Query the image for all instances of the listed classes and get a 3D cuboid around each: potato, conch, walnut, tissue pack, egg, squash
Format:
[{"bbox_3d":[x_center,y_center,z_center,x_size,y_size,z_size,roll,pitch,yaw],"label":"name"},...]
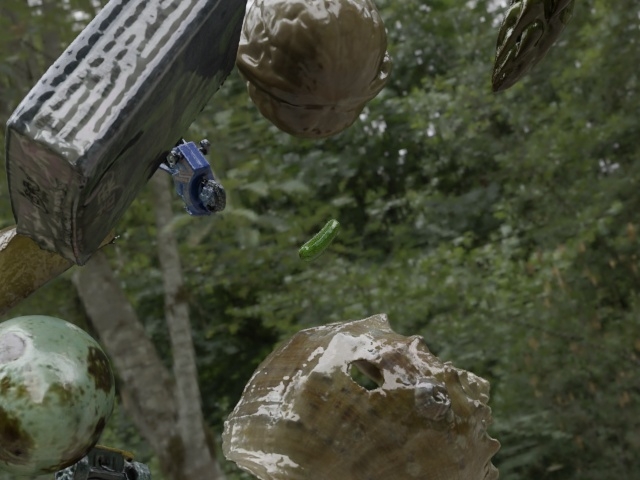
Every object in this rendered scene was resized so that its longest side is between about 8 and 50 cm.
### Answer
[{"bbox_3d":[-0.427,0.022,1.412,0.243,0.098,0.138,-38,23,-27],"label":"potato"},{"bbox_3d":[0.053,0.175,1.049,0.324,0.263,0.186,-1,-53,-45],"label":"conch"},{"bbox_3d":[-0.009,-0.279,1.493,0.248,0.248,0.248,-16,-9,-2],"label":"walnut"},{"bbox_3d":[-0.238,-0.189,1.255,0.394,0.124,0.288,-58,-3,-28],"label":"tissue pack"},{"bbox_3d":[-0.305,0.168,1.056,0.169,0.169,0.231,-14,12,-16],"label":"egg"},{"bbox_3d":[0.001,0.001,1.312,0.027,0.027,0.089,-26,13,48],"label":"squash"}]

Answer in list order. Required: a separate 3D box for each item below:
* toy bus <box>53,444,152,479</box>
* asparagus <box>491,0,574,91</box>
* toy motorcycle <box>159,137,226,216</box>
[{"bbox_3d":[-0.290,0.421,1.189,0.123,0.335,0.121,-21,-30,34],"label":"toy bus"},{"bbox_3d":[0.272,-0.299,1.141,0.080,0.287,0.080,26,4,-2],"label":"asparagus"},{"bbox_3d":[-0.226,-0.112,1.708,0.076,0.205,0.114,-24,-28,-32],"label":"toy motorcycle"}]
